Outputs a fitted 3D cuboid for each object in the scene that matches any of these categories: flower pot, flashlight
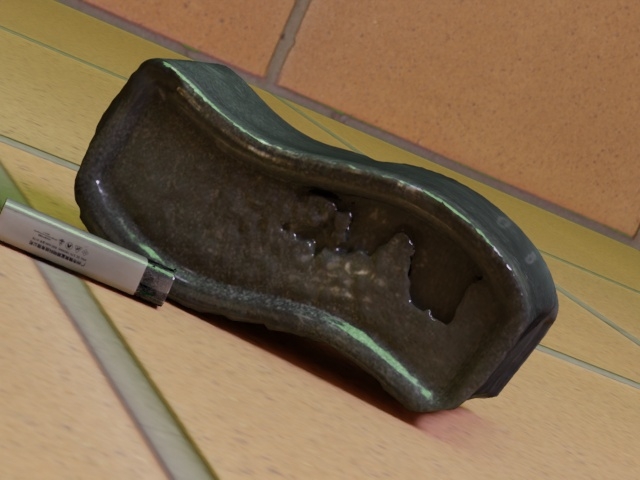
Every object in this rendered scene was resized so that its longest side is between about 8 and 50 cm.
[{"bbox_3d":[0.000,0.000,0.866,0.229,0.103,0.108,27,8,11],"label":"flower pot"},{"bbox_3d":[-0.105,0.006,0.805,0.083,0.018,0.018,24,6,-11],"label":"flashlight"}]
